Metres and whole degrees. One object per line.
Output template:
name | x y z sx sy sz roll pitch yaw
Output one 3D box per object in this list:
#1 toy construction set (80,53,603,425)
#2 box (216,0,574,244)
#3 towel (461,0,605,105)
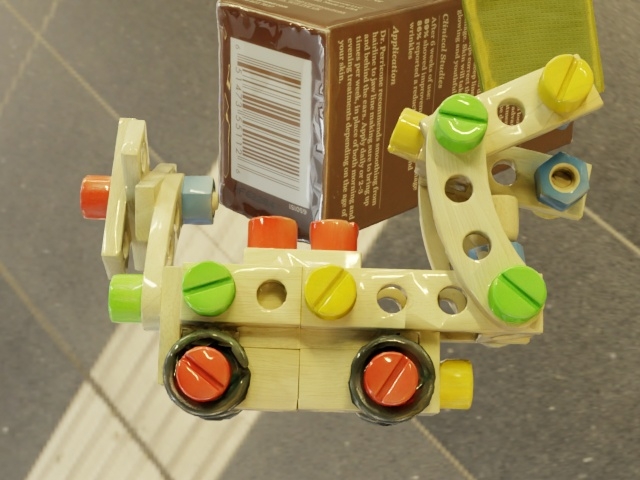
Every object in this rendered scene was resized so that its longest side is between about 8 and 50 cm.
toy construction set | 0.000 0.000 0.721 0.328 0.151 0.215 -1 79 15
box | 0.085 -0.150 1.120 0.143 0.381 0.191 24 122 40
towel | 0.151 -0.210 0.926 0.102 0.021 0.237 -3 124 21
